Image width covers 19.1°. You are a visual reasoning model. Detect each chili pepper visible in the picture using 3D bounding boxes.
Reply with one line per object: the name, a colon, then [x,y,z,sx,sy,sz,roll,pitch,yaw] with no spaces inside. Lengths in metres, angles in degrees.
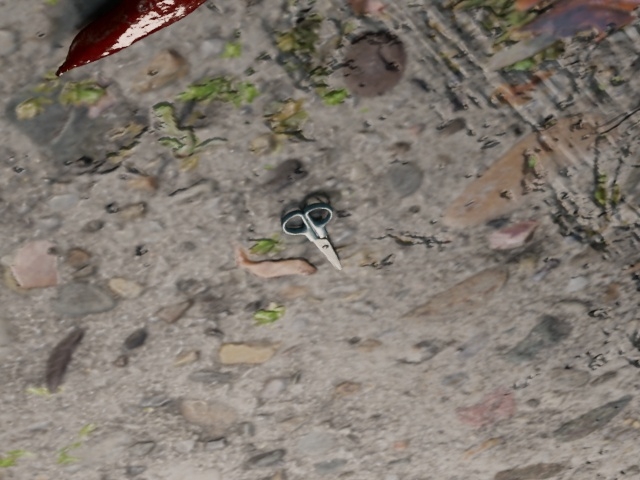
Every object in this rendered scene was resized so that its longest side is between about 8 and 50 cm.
chili pepper: [-0.084,-0.138,1.028,0.178,0.027,0.045,-34,143,22]

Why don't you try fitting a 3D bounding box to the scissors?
scissors: [0.000,0.000,1.271,0.036,0.006,0.083,-22,145,7]
